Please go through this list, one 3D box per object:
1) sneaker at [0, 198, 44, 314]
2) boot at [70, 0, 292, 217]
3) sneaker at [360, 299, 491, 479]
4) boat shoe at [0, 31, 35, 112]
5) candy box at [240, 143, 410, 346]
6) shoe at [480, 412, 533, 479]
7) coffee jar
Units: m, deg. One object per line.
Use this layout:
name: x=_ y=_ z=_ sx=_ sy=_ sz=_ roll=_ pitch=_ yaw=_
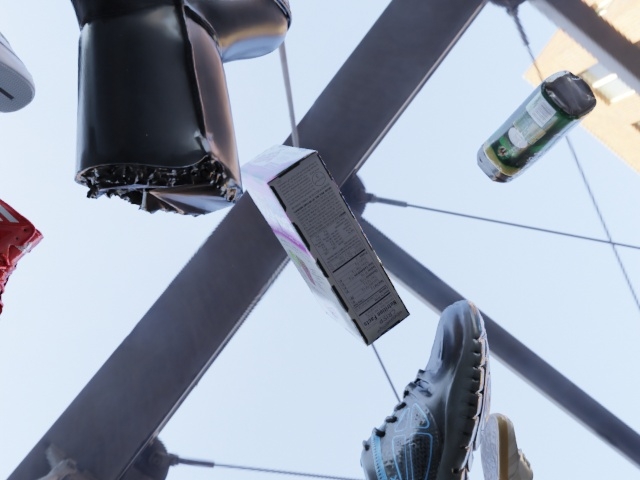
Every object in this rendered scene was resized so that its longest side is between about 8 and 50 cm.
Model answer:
sneaker: x=-0.367 y=0.042 z=0.696 sx=0.128 sy=0.087 sz=0.221 roll=-20 pitch=-97 yaw=-19
boot: x=-0.096 y=-0.121 z=0.493 sx=0.094 sy=0.246 sz=0.207 roll=-13 pitch=-97 yaw=29
sneaker: x=0.114 y=0.220 z=0.714 sx=0.140 sy=0.125 sz=0.340 roll=4 pitch=-120 yaw=25
boat shoe: x=-0.355 y=-0.199 z=0.567 sx=0.083 sy=0.226 sz=0.075 roll=-30 pitch=-113 yaw=-3
candy box: x=0.000 y=0.000 z=0.765 sx=0.071 sy=0.159 sz=0.233 roll=-34 pitch=-69 yaw=-11
shoe: x=0.271 y=0.342 z=0.896 sx=0.058 sy=0.076 sz=0.219 roll=-8 pitch=-72 yaw=-5
coffee jar: x=0.318 y=-0.164 z=0.941 sx=0.096 sy=0.184 sz=0.079 roll=-32 pitch=-101 yaw=-32
